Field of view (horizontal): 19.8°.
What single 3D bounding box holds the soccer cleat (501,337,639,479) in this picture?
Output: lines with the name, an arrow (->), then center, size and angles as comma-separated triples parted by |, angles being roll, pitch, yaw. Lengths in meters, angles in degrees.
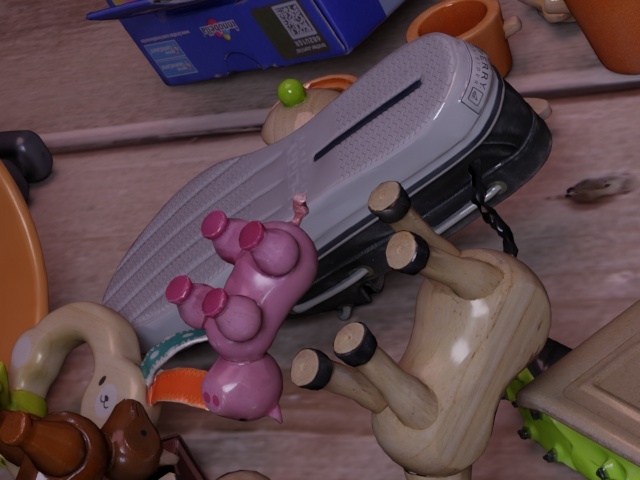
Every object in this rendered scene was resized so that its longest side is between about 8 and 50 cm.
soccer cleat -> 0.152, 0.092, 0.969 | 0.072, 0.060, 0.179 | -25, 36, -16

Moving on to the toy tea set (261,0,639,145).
toy tea set -> 0.111, -0.150, 1.284 | 0.336, 0.124, 0.200 | -34, 32, -11

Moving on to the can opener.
can opener -> -0.358, -0.073, 1.553 | 0.283, 0.095, 0.076 | -1, 40, 36

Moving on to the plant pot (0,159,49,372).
plant pot -> -0.358, 0.048, 1.230 | 0.203, 0.291, 0.291 | -22, 27, 42

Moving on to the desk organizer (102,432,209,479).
desk organizer -> -0.134, 0.163, 1.082 | 0.130, 0.047, 0.050 | -18, 34, 14

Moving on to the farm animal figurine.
farm animal figurine -> -0.024, 0.158, 0.894 | 0.330, 0.172, 0.327 | -25, 47, 30

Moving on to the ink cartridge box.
ink cartridge box -> -0.010, -0.267, 1.484 | 0.395, 0.151, 0.270 | -47, 24, -28

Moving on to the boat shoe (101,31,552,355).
boat shoe -> 0.000, 0.000, 1.162 | 0.335, 0.119, 0.121 | -30, 39, 33

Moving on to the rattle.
rattle -> -0.162, 0.078, 1.104 | 0.199, 0.143, 0.130 | -7, 51, 49

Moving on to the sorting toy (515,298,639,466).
sorting toy -> 0.280, 0.050, 0.928 | 0.307, 0.041, 0.229 | -32, 38, -31
